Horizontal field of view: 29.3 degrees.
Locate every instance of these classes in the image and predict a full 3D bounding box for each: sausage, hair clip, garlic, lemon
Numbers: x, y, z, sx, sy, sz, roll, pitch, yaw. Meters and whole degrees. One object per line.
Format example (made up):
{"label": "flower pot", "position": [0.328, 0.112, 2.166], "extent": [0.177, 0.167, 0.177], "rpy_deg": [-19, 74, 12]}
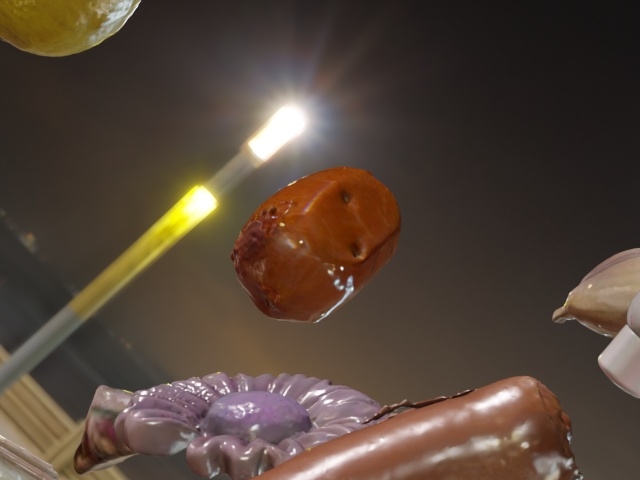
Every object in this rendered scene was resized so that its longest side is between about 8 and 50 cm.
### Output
{"label": "sausage", "position": [0.001, -0.001, 1.455], "extent": [0.153, 0.141, 0.268], "rpy_deg": [53, 30, 0]}
{"label": "sausage", "position": [-0.012, 0.143, 0.602], "extent": [0.078, 0.304, 0.078], "rpy_deg": [158, -90, -78]}
{"label": "hair clip", "position": [-0.086, 0.129, 0.852], "extent": [0.300, 0.173, 0.069], "rpy_deg": [-11, -92, 47]}
{"label": "garlic", "position": [0.374, 0.065, 1.298], "extent": [0.228, 0.110, 0.217], "rpy_deg": [12, -2, -7]}
{"label": "lemon", "position": [-0.333, -0.368, 1.588], "extent": [0.233, 0.288, 0.233], "rpy_deg": [34, 19, -13]}

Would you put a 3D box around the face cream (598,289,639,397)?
{"label": "face cream", "position": [0.355, 0.029, 1.109], "extent": [0.082, 0.269, 0.082], "rpy_deg": [37, 11, -9]}

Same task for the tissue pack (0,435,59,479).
{"label": "tissue pack", "position": [-0.370, 0.228, 1.115], "extent": [0.071, 0.170, 0.325], "rpy_deg": [52, -3, 29]}
